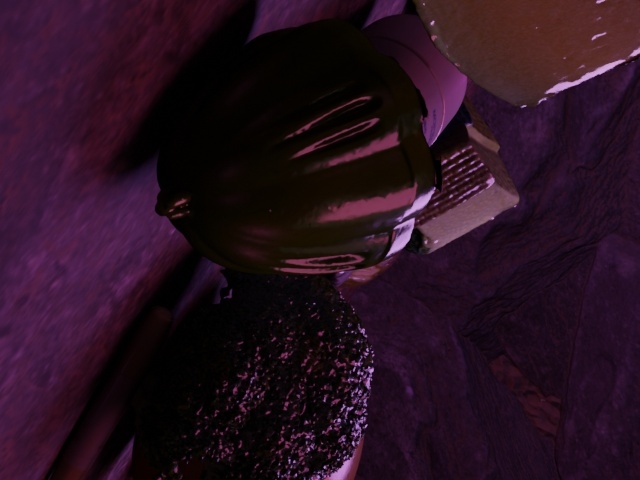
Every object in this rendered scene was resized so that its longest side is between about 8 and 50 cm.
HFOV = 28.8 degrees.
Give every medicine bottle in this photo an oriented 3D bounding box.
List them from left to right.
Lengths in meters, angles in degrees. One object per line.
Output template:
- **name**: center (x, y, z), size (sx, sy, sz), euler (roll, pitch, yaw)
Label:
- **medicine bottle**: center (0.035, -0.108, 1.131), size (0.341, 0.130, 0.130), euler (-47, 169, -52)

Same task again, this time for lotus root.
- **lotus root**: center (-0.042, -0.045, 0.824), size (0.186, 0.186, 0.186), euler (-55, 174, -9)

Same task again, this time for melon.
- **melon**: center (0.178, -0.286, 0.930), size (0.343, 0.226, 0.331), euler (31, 95, -47)

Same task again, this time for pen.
- **pen**: center (-0.197, 0.154, 1.156), size (0.233, 0.032, 0.040), euler (-57, -179, 19)

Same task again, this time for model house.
- **model house**: center (0.131, -0.117, 1.656), size (0.195, 0.214, 0.189), euler (-26, 161, 10)

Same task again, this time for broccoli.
- **broccoli**: center (-0.067, 0.137, 1.203), size (0.242, 0.269, 0.261), euler (-21, 155, 33)

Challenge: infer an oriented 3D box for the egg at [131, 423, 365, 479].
- **egg**: center (-0.076, 0.220, 1.410), size (0.322, 0.250, 0.250), euler (-63, 173, 9)

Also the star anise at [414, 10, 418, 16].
- **star anise**: center (0.143, -0.250, 1.469), size (0.229, 0.093, 0.236), euler (-45, 164, -37)

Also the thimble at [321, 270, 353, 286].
- **thimble**: center (0.004, -0.034, 1.278), size (0.118, 0.127, 0.151), euler (-53, -176, -11)

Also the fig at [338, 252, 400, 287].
- **fig**: center (0.000, 0.000, 1.542), size (0.245, 0.149, 0.149), euler (-9, 136, -53)
